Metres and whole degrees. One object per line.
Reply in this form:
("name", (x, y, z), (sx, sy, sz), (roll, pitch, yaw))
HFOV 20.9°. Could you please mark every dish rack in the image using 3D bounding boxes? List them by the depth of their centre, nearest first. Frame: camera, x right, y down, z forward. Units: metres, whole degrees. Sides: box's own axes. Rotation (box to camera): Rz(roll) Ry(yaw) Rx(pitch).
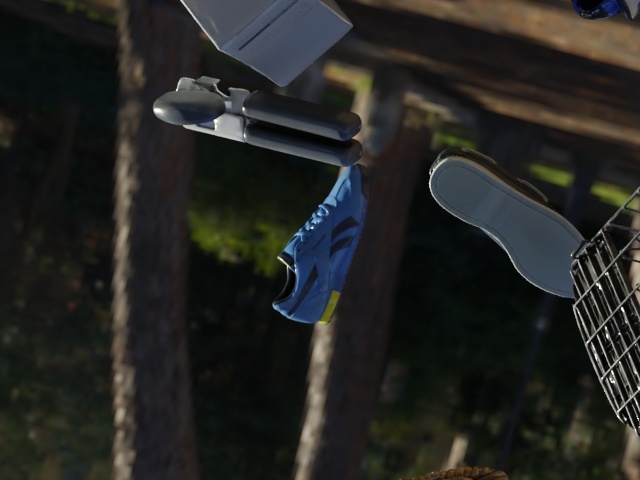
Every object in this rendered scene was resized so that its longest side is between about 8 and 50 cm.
("dish rack", (0.312, 0.026, 1.413), (0.074, 0.271, 0.208), (7, -131, -29))

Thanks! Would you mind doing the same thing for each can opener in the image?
("can opener", (-0.085, -0.146, 2.234), (0.283, 0.076, 0.095), (16, -147, 29))

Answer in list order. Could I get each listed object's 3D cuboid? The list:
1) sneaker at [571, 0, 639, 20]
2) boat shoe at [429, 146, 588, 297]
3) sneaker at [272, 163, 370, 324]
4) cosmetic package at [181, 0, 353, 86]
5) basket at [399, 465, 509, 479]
("sneaker", (0.370, -0.337, 2.008), (0.315, 0.182, 0.127), (7, -171, -33))
("boat shoe", (0.294, -0.034, 2.557), (0.302, 0.114, 0.091), (41, -157, -10))
("sneaker", (0.000, 0.000, 2.139), (0.082, 0.209, 0.069), (17, -174, -15))
("cosmetic package", (-0.101, -0.347, 2.285), (0.224, 0.138, 0.224), (53, -170, 18))
("basket", (0.097, 0.404, 1.908), (0.213, 0.299, 0.223), (56, 160, 27))
